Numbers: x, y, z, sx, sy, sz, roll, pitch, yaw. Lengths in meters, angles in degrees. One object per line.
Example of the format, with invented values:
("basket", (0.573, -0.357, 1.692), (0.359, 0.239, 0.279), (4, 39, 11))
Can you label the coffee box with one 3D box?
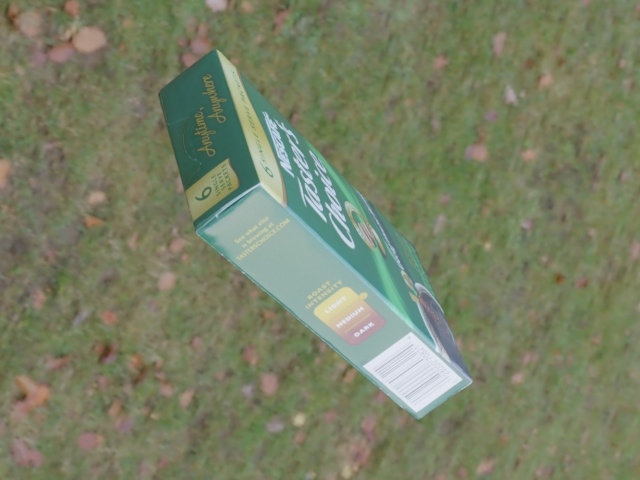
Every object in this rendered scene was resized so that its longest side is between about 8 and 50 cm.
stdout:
("coffee box", (0.000, 0.000, 0.603), (0.040, 0.113, 0.184), (-36, 129, 14))
